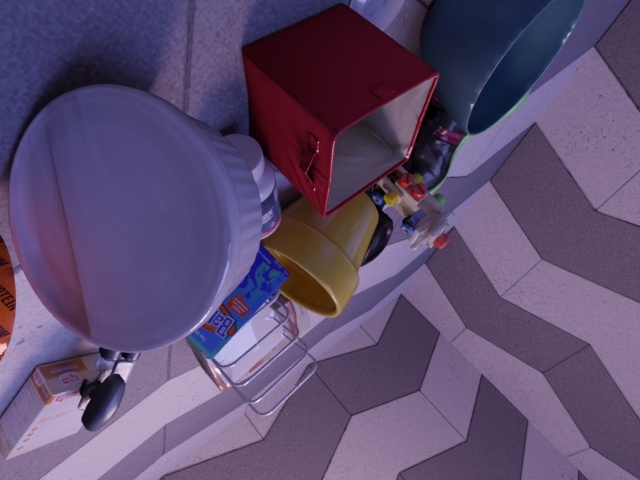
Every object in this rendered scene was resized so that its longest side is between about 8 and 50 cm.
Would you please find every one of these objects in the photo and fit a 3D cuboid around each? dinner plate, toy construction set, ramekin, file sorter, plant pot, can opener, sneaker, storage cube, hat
[{"bbox_3d":[0.099,-0.378,0.661,0.141,0.017,0.141,-36,159,-17],"label":"dinner plate"},{"bbox_3d":[0.181,-0.117,0.890,0.151,0.327,0.215,-22,159,-11],"label":"toy construction set"},{"bbox_3d":[-0.191,-0.025,0.471,0.272,0.273,0.127,-51,172,18],"label":"ramekin"},{"bbox_3d":[-0.150,0.218,0.922,0.193,0.173,0.277,-39,131,-22],"label":"file sorter"},{"bbox_3d":[0.305,-0.375,0.796,0.290,0.195,0.290,-38,159,-17],"label":"plant pot"},{"bbox_3d":[0.000,0.000,0.926,0.239,0.254,0.254,-52,165,-24],"label":"plant pot"},{"bbox_3d":[-0.345,0.197,0.757,0.074,0.093,0.280,20,94,-54],"label":"can opener"},{"bbox_3d":[0.288,-0.289,1.040,0.482,0.185,0.202,-47,138,7],"label":"sneaker"},{"bbox_3d":[0.019,-0.190,0.624,0.215,0.193,0.183,-35,158,-21],"label":"storage cube"},{"bbox_3d":[0.129,-0.009,1.288,0.331,0.134,0.331,-38,160,-17],"label":"hat"}]

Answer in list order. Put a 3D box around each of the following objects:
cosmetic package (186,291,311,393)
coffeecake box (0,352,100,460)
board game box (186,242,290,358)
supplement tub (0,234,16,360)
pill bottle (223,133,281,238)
[{"bbox_3d":[-0.184,0.235,1.118,0.296,0.129,0.153,-35,132,-26],"label":"cosmetic package"},{"bbox_3d":[-0.499,0.309,0.808,0.185,0.068,0.142,-49,160,14],"label":"coffeecake box"},{"bbox_3d":[-0.180,0.079,0.759,0.210,0.160,0.047,-48,-170,-28],"label":"board game box"},{"bbox_3d":[-0.412,0.051,0.256,0.207,0.207,0.338,-50,159,17],"label":"supplement tub"},{"bbox_3d":[-0.124,-0.083,0.687,0.108,0.108,0.180,-38,159,-16],"label":"pill bottle"}]
